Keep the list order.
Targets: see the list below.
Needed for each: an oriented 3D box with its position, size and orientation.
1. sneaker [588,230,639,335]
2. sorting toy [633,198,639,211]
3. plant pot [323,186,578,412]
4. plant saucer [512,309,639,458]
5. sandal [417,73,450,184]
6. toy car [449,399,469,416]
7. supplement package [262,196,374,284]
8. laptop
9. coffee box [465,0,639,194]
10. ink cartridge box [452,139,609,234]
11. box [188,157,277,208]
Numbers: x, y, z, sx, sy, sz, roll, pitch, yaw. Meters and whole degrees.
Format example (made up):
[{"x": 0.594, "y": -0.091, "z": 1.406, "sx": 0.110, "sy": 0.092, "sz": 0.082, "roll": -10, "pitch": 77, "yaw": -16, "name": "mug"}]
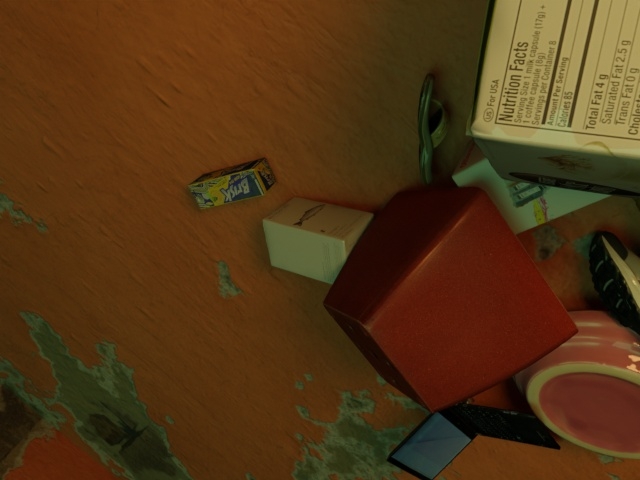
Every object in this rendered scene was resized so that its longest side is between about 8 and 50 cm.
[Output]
[{"x": 0.497, "y": 0.094, "z": 0.796, "sx": 0.271, "sy": 0.108, "sz": 0.100, "roll": 59, "pitch": 176, "yaw": 26, "name": "sneaker"}, {"x": 0.522, "y": -0.128, "z": 0.685, "sx": 0.126, "sy": 0.127, "sz": 0.365, "roll": 47, "pitch": 135, "yaw": 31, "name": "sorting toy"}, {"x": 0.164, "y": 0.097, "z": 0.845, "sx": 0.267, "sy": 0.236, "sz": 0.267, "roll": 53, "pitch": 168, "yaw": -13, "name": "plant pot"}, {"x": 0.489, "y": 0.262, "z": 0.935, "sx": 0.332, "sy": 0.084, "sz": 0.332, "roll": 19, "pitch": 138, "yaw": 18, "name": "plant saucer"}, {"x": 0.174, "y": -0.169, "z": 0.842, "sx": 0.049, "sy": 0.072, "sz": 0.180, "roll": -2, "pitch": 124, "yaw": 10, "name": "sandal"}, {"x": 0.229, "y": 0.232, "z": 1.103, "sx": 0.225, "sy": 0.053, "sz": 0.239, "roll": 24, "pitch": 130, "yaw": 11, "name": "toy car"}, {"x": 0.000, "y": 0.000, "z": 1.004, "sx": 0.179, "sy": 0.105, "sz": 0.105, "roll": 14, "pitch": 128, "yaw": 32, "name": "supplement package"}, {"x": 0.306, "y": 0.417, "z": 1.081, "sx": 0.264, "sy": 0.136, "sz": 0.234, "roll": -1, "pitch": 150, "yaw": 34, "name": "laptop"}, {"x": 0.337, "y": -0.205, "z": 0.467, "sx": 0.334, "sy": 0.338, "sz": 0.338, "roll": 12, "pitch": 95, "yaw": 21, "name": "coffee box"}, {"x": 0.302, "y": -0.106, "z": 0.775, "sx": 0.176, "sy": 0.128, "sz": 0.127, "roll": -27, "pitch": 107, "yaw": 39, "name": "ink cartridge box"}, {"x": -0.172, "y": -0.110, "z": 1.071, "sx": 0.169, "sy": 0.054, "sz": 0.059, "roll": -9, "pitch": 118, "yaw": 32, "name": "box"}]
